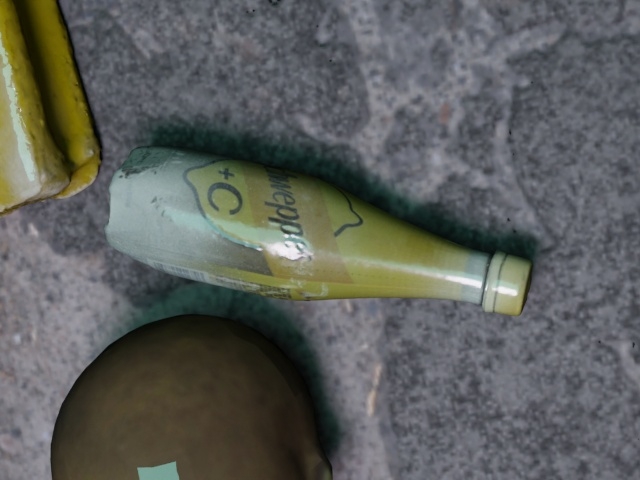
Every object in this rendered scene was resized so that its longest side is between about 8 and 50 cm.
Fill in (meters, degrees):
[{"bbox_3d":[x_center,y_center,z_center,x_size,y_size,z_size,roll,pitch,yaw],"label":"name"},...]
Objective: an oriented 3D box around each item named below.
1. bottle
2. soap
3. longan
[{"bbox_3d":[0.000,0.000,1.014,0.269,0.083,0.083,11,99,10],"label":"bottle"},{"bbox_3d":[-0.283,-0.158,1.068,0.199,0.091,0.315,-14,92,18],"label":"soap"},{"bbox_3d":[-0.081,0.141,1.012,0.189,0.189,0.189,2,97,15],"label":"longan"}]
